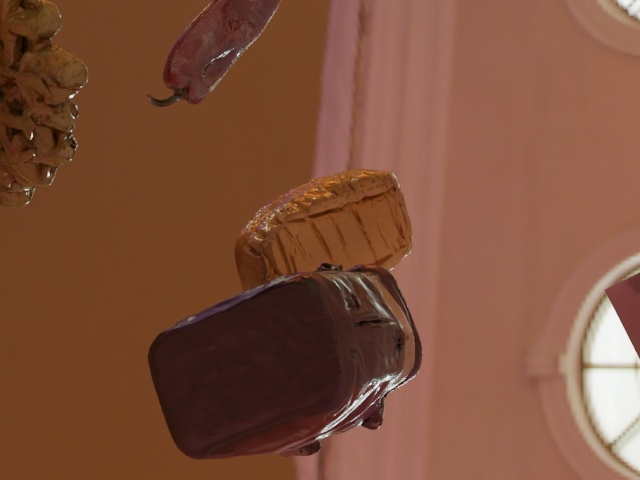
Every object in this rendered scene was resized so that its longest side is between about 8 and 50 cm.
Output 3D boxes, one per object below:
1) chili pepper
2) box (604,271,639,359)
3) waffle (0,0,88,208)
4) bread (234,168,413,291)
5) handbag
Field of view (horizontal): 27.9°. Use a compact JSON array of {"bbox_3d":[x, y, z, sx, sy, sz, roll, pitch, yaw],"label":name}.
[{"bbox_3d":[-0.081,-0.159,1.018,0.153,0.041,0.050,-54,-21,-13],"label":"chili pepper"},{"bbox_3d":[0.450,0.090,1.633,0.051,0.129,0.130,-11,-107,-51],"label":"box"},{"bbox_3d":[-0.341,-0.184,1.264,0.073,0.317,0.297,-32,-98,-35],"label":"waffle"},{"bbox_3d":[0.000,0.000,1.578,0.236,0.106,0.140,-25,-71,-29],"label":"bread"},{"bbox_3d":[-0.029,0.129,1.329,0.181,0.254,0.181,-3,-111,-58],"label":"handbag"}]
